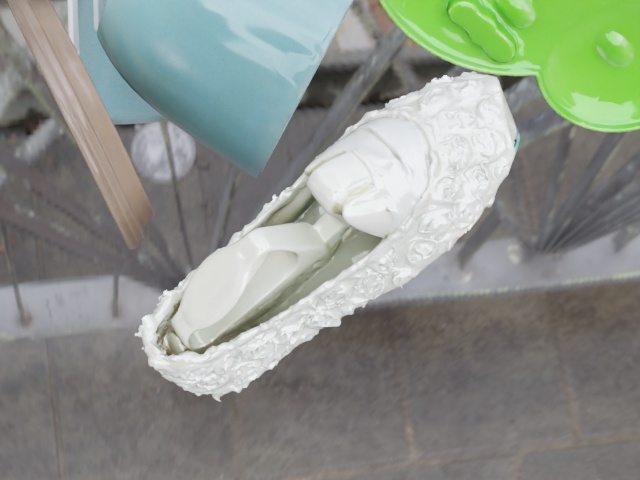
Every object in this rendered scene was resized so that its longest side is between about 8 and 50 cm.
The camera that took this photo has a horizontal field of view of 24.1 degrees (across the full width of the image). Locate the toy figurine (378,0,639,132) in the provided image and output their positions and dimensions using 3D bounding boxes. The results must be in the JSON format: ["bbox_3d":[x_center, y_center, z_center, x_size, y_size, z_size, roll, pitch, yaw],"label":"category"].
[{"bbox_3d":[0.099,-0.155,0.654,0.173,0.130,0.159,44,31,-29],"label":"toy figurine"}]

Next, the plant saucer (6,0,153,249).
[{"bbox_3d":[-0.231,-0.122,1.457,0.041,0.278,0.277,-27,79,-7],"label":"plant saucer"}]

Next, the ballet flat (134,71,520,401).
[{"bbox_3d":[0.000,0.000,1.312,0.409,0.147,0.147,-42,82,14],"label":"ballet flat"}]

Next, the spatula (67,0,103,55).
[{"bbox_3d":[-0.251,-0.326,1.647,0.019,0.242,0.168,15,37,12],"label":"spatula"}]

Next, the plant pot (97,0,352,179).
[{"bbox_3d":[-0.104,-0.249,1.659,0.235,0.293,0.293,28,72,-4],"label":"plant pot"}]

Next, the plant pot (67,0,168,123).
[{"bbox_3d":[-0.197,-0.283,1.905,0.290,0.290,0.195,-13,110,-12],"label":"plant pot"}]
